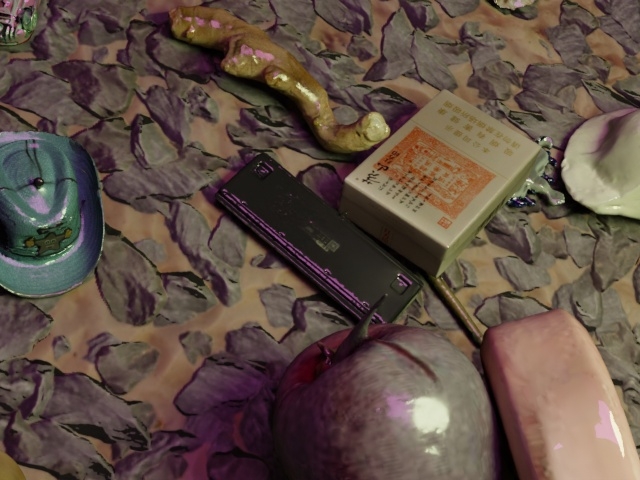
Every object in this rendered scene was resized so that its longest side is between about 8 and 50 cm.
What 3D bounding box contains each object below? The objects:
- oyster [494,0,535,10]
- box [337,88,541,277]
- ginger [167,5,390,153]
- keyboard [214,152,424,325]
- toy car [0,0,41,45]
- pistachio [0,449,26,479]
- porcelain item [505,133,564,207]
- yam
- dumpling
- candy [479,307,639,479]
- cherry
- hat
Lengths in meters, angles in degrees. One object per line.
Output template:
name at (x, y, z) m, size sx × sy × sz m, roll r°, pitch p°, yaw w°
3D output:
oyster at (0.246, -0.386, 1.335) m, size 0.108 × 0.053 × 0.165 m, roll -27°, pitch 78°, yaw -2°
box at (0.132, -0.068, 1.087) m, size 0.141 × 0.058 × 0.201 m, roll 36°, pitch 56°, yaw 18°
ginger at (-0.051, -0.183, 1.101) m, size 0.288 × 0.075 × 0.089 m, roll 38°, pitch 32°, yaw 11°
keyboard at (0.000, 0.000, 1.036) m, size 0.230 × 0.025 × 0.093 m, roll 40°, pitch 58°, yaw 7°
toy car at (-0.331, -0.274, 1.070) m, size 0.069 × 0.055 × 0.142 m, roll 10°, pitch 67°, yaw -3°
pistachio at (-0.296, 0.265, 0.696) m, size 0.213 × 0.163 × 0.260 m, roll 28°, pitch 45°, yaw -43°
porcelain item at (0.255, -0.066, 1.162) m, size 0.075 × 0.021 × 0.136 m, roll 38°, pitch 56°, yaw 11°
yam at (0.143, 0.070, 1.049) m, size 0.014 × 0.014 × 0.107 m, roll -25°, pitch 71°, yaw -30°
dumpling at (0.399, -0.109, 1.196) m, size 0.252 × 0.131 × 0.179 m, roll -24°, pitch 48°, yaw -7°
candy at (0.213, 0.187, 0.861) m, size 0.094 × 0.255 × 0.255 m, roll -16°, pitch 63°, yaw 5°
cherry at (0.055, 0.168, 0.839) m, size 0.184 × 0.213 × 0.266 m, roll -19°, pitch 97°, yaw -7°
hat at (-0.273, -0.045, 0.937) m, size 0.138 × 0.078 × 0.191 m, roll -12°, pitch 65°, yaw -27°
